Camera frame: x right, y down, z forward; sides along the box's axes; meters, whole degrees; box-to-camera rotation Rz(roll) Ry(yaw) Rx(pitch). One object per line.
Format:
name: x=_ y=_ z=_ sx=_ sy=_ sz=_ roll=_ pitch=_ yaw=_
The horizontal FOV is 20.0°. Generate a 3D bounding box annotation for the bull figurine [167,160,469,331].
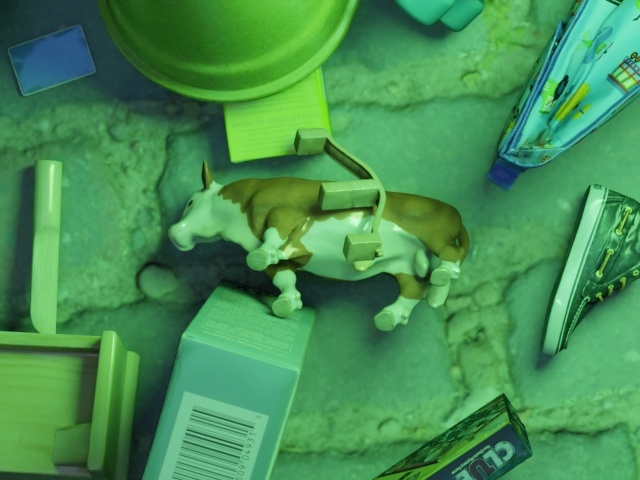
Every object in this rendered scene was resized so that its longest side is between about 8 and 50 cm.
bull figurine: x=0.000 y=0.000 z=1.827 sx=0.310 sy=0.188 sz=0.101 roll=2 pitch=123 yaw=-3

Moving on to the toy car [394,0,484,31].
toy car: x=0.122 y=-0.365 z=1.780 sx=0.219 sy=0.210 sz=0.238 roll=-43 pitch=79 yaw=17

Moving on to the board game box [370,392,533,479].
board game box: x=0.100 y=0.252 z=1.846 sx=0.243 sy=0.165 sz=0.042 roll=-34 pitch=93 yaw=6

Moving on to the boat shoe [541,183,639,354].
boat shoe: x=0.288 y=0.040 z=1.865 sx=0.083 sy=0.065 sz=0.183 roll=18 pitch=95 yaw=3

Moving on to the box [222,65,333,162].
box: x=-0.051 y=-0.175 z=1.873 sx=0.109 sy=0.042 sz=0.178 roll=-8 pitch=94 yaw=3

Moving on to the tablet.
tablet: x=-0.281 y=-0.189 z=1.903 sx=0.083 sy=0.006 sz=0.054 roll=-18 pitch=94 yaw=4

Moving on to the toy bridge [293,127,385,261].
toy bridge: x=0.030 y=-0.046 z=1.785 sx=0.063 sy=0.188 sz=0.026 roll=-4 pitch=132 yaw=-19

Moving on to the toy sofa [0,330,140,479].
toy sofa: x=-0.376 y=0.174 z=1.888 sx=0.362 sy=0.177 sz=0.150 roll=3 pitch=73 yaw=4

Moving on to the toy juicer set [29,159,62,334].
toy juicer set: x=-0.395 y=-0.053 z=1.892 sx=0.329 sy=0.089 sz=0.209 roll=25 pitch=79 yaw=-16

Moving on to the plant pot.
plant pot: x=-0.105 y=-0.294 z=1.727 sx=0.276 sy=0.254 sz=0.276 roll=-1 pitch=80 yaw=6

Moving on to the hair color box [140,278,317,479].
hair color box: x=-0.086 y=0.161 z=1.741 sx=0.113 sy=0.374 sz=0.185 roll=17 pitch=96 yaw=1

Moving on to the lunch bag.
lunch bag: x=0.265 y=-0.166 z=1.768 sx=0.138 sy=0.221 sz=0.293 roll=37 pitch=96 yaw=-1
